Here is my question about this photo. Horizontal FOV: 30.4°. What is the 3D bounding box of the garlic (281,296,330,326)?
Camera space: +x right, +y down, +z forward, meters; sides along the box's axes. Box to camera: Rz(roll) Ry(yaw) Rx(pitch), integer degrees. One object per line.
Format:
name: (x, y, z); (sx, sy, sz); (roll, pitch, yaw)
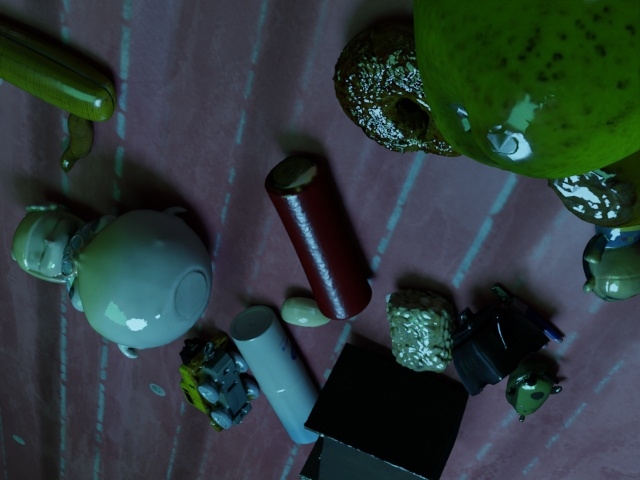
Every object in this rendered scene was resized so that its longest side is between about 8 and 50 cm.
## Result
garlic: (-0.028, 0.103, 1.709); (0.083, 0.041, 0.053); (4, 177, 45)

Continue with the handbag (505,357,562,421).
handbag: (0.278, 0.197, 1.556); (0.072, 0.047, 0.111); (-3, 144, -9)

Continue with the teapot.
teapot: (0.210, 0.126, 1.487); (0.096, 0.087, 0.177); (51, 161, 7)

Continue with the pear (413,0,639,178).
pear: (0.178, -0.186, 0.956); (0.286, 0.282, 0.176); (10, 148, 31)

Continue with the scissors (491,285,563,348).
scissors: (0.257, 0.095, 1.482); (0.113, 0.012, 0.039); (43, 145, -14)

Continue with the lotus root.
lotus root: (0.268, -0.091, 1.095); (0.188, 0.180, 0.199); (24, 145, 8)

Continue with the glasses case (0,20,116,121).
glasses case: (-0.376, -0.229, 1.563); (0.234, 0.064, 0.079); (27, 153, 9)

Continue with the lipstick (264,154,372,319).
lipstick: (0.000, 0.000, 1.520); (0.080, 0.080, 0.241); (9, 140, 32)

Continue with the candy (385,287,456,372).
candy: (0.134, 0.118, 1.564); (0.095, 0.085, 0.110); (8, 128, 21)

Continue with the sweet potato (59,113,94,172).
sweet potato: (-0.342, -0.141, 1.666); (0.044, 0.044, 0.179); (34, 154, 0)

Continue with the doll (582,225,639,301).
doll: (0.325, 0.009, 1.259); (0.179, 0.102, 0.089); (89, 161, -56)

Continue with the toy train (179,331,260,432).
toy train: (-0.180, 0.232, 1.960); (0.127, 0.089, 0.219); (24, 148, 32)

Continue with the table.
table: (0.092, 0.278, 1.709); (0.193, 0.172, 0.169); (21, 144, 12)

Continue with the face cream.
face cream: (-0.060, 0.213, 1.839); (0.077, 0.077, 0.250); (7, 138, 35)

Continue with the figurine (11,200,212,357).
figurine: (-0.320, 0.042, 1.787); (0.394, 0.227, 0.274); (15, 171, 36)

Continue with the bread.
bread: (0.097, -0.155, 1.259); (0.193, 0.064, 0.193); (22, 148, 14)
